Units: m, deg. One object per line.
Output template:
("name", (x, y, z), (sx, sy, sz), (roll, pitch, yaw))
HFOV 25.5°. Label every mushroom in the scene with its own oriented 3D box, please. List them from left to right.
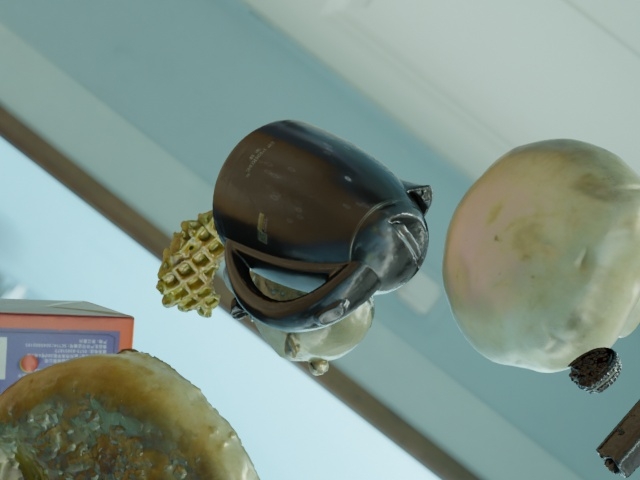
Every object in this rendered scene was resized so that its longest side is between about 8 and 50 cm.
("mushroom", (0.371, 0.030, 2.118), (0.353, 0.353, 0.325), (-51, 180, -30))

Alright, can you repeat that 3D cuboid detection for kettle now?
("kettle", (0.000, 0.000, 1.808), (0.268, 0.207, 0.290), (-45, -141, -13))

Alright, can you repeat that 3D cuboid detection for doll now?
("doll", (-0.053, 0.068, 2.516), (0.247, 0.350, 0.247), (-18, 147, -12))

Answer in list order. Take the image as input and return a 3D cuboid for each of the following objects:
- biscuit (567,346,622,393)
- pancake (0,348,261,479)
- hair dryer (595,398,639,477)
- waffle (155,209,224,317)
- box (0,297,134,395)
("biscuit", (0.367, 0.178, 1.915), (0.089, 0.027, 0.087), (-20, -157, 42))
("pancake", (-0.201, 0.296, 1.346), (0.387, 0.387, 0.082), (-53, 163, 24))
("hair dryer", (0.391, 0.154, 1.486), (0.251, 0.089, 0.197), (-45, -146, -5))
("waffle", (-0.170, 0.032, 2.190), (0.051, 0.149, 0.194), (47, -62, 51))
("box", (-0.479, 0.217, 2.070), (0.318, 0.348, 0.257), (-178, -88, -67))
